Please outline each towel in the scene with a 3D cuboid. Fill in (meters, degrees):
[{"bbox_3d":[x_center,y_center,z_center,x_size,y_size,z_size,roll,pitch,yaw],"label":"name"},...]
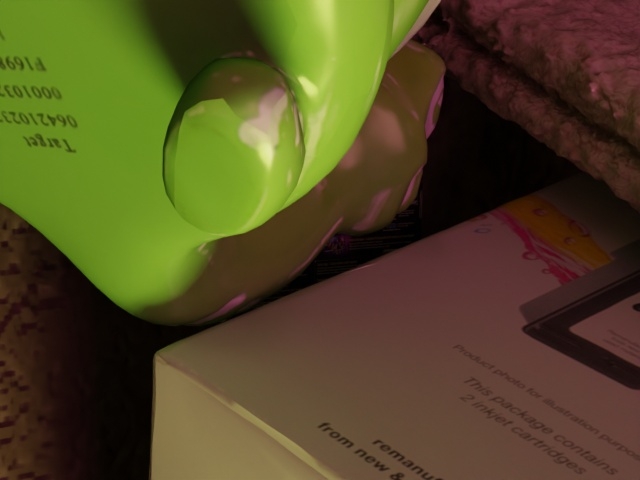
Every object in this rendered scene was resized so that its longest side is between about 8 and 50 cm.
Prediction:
[{"bbox_3d":[0.164,-0.044,0.533,0.187,0.282,0.049,-8,124,-33],"label":"towel"}]

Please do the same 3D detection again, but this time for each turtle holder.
[{"bbox_3d":[-0.042,-0.120,0.403,0.320,0.243,0.227,45,56,-18],"label":"turtle holder"}]

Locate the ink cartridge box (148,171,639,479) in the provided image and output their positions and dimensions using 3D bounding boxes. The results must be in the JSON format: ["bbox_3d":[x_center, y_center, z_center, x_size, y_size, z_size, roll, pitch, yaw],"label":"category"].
[{"bbox_3d":[0.106,0.113,0.511,0.270,0.197,0.198,-21,129,-39],"label":"ink cartridge box"}]

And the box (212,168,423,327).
[{"bbox_3d":[0.000,0.000,0.581,0.083,0.018,0.067,-5,100,-33],"label":"box"}]
